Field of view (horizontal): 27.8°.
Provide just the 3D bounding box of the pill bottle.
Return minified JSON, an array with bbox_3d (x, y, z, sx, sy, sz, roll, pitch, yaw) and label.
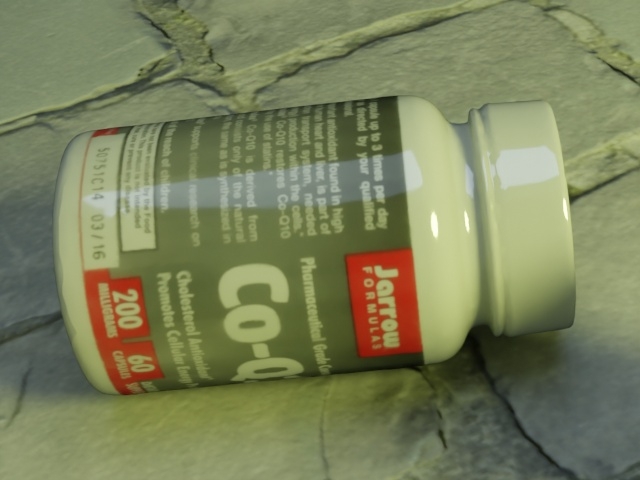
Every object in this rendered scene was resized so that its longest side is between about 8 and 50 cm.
[{"bbox_3d":[0.000,0.000,0.766,0.283,0.161,0.161,-6,38,5],"label":"pill bottle"}]
